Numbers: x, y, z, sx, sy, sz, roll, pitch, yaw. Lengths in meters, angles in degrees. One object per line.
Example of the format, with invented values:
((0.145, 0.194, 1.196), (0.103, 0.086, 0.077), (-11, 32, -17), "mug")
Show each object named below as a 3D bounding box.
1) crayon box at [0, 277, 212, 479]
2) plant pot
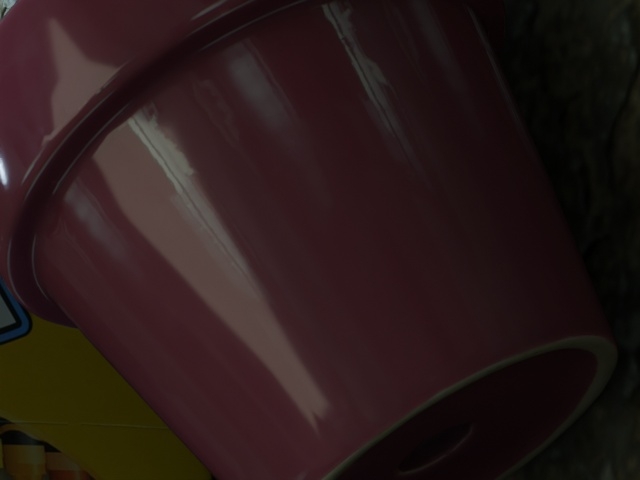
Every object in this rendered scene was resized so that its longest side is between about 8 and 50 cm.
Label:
((-0.237, 0.046, 0.841), (0.106, 0.363, 0.313), (-45, 50, 46), "crayon box")
((0.000, 0.000, 0.646), (0.180, 0.201, 0.201), (57, 135, 24), "plant pot")
